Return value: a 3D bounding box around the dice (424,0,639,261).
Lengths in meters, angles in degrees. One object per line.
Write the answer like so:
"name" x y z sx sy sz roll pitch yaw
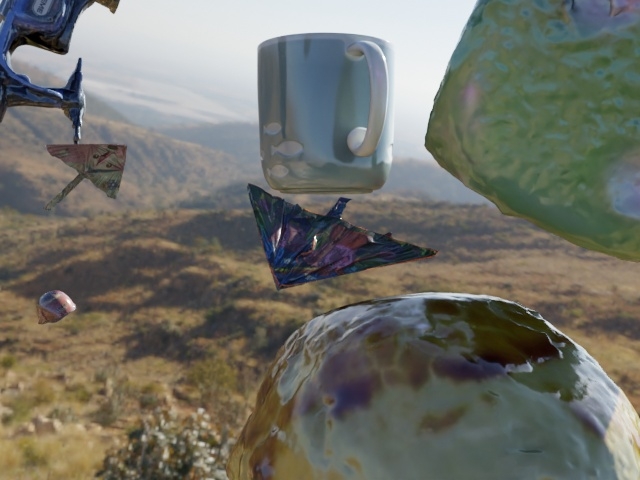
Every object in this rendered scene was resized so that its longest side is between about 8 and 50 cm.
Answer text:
"dice" 0.324 -0.186 0.881 0.318 0.330 0.322 27 23 10

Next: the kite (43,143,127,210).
"kite" -0.322 -0.089 1.039 0.137 0.152 0.005 47 14 -50

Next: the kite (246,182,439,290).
"kite" 0.000 0.000 1.120 0.321 0.016 0.234 19 41 19

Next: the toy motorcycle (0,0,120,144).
"toy motorcycle" -0.442 -0.322 1.247 0.212 0.359 0.125 22 -7 -19

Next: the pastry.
"pastry" 0.103 0.204 0.712 0.388 0.313 0.388 -6 -2 0

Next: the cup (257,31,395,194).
"cup" 0.031 -0.222 1.408 0.259 0.275 0.356 -1 3 -23

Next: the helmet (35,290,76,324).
"helmet" -0.480 0.116 1.380 0.084 0.049 0.065 -13 22 41
